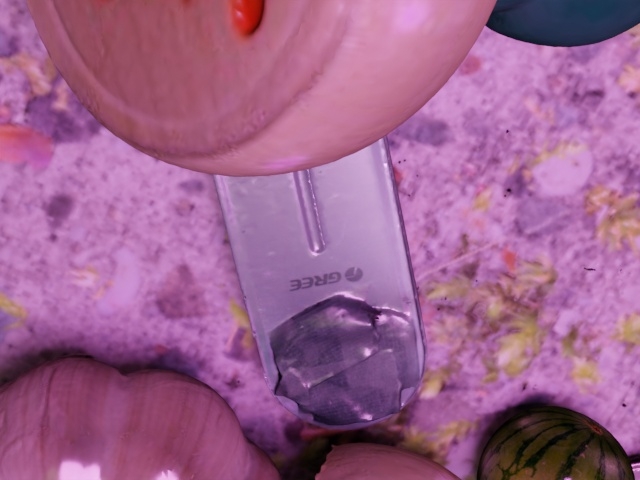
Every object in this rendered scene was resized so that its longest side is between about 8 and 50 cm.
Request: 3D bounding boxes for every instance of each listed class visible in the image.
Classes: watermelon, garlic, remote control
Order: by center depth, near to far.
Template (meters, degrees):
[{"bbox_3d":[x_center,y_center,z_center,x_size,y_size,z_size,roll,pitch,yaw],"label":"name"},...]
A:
[{"bbox_3d":[0.000,0.000,0.634,0.104,0.052,0.247,-10,111,3],"label":"remote control"},{"bbox_3d":[-0.131,0.165,0.638,0.227,0.152,0.228,1,111,2],"label":"garlic"},{"bbox_3d":[0.146,0.157,0.676,0.108,0.109,0.109,-1,111,-2],"label":"watermelon"}]

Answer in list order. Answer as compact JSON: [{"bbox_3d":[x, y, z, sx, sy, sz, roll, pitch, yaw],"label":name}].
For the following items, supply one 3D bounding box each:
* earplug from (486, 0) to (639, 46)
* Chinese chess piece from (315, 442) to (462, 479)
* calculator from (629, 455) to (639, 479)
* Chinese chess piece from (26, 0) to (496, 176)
[{"bbox_3d":[0.095,-0.230,0.519,0.280,0.164,0.257,38,70,-26],"label":"earplug"},{"bbox_3d":[0.012,0.242,0.621,0.103,0.250,0.250,18,110,8],"label":"Chinese chess piece"},{"bbox_3d":[0.306,0.226,0.738,0.294,0.043,0.194,1,111,1],"label":"calculator"},{"bbox_3d":[-0.037,-0.162,0.470,0.102,0.273,0.273,-15,111,-45],"label":"Chinese chess piece"}]
